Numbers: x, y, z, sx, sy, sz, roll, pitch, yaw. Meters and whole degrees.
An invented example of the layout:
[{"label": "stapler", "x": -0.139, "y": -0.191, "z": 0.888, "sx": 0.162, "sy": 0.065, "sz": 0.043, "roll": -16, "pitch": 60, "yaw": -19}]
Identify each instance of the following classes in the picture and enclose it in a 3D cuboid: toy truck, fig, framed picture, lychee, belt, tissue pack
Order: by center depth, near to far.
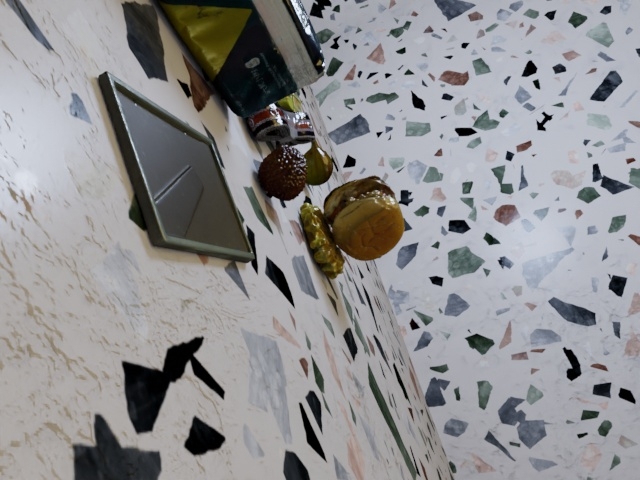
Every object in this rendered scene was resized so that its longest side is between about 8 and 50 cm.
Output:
[{"label": "framed picture", "x": -0.195, "y": -0.086, "z": 0.808, "sx": 0.324, "sy": 0.020, "sz": 0.240, "roll": 20, "pitch": 48, "yaw": -77}, {"label": "tissue pack", "x": -0.185, "y": -0.517, "z": 1.147, "sx": 0.416, "sy": 0.253, "sz": 0.264, "roll": 57, "pitch": 13, "yaw": -46}, {"label": "lychee", "x": -0.088, "y": -0.159, "z": 1.281, "sx": 0.123, "sy": 0.123, "sz": 0.129, "roll": -42, "pitch": 145, "yaw": -80}, {"label": "belt", "x": -0.110, "y": -0.320, "z": 1.511, "sx": 0.359, "sy": 0.126, "sz": 0.094, "roll": -22, "pitch": 96, "yaw": -77}, {"label": "toy truck", "x": -0.127, "y": -0.436, "z": 1.708, "sx": 0.272, "sy": 0.124, "sz": 0.157, "roll": -5, "pitch": 83, "yaw": -83}, {"label": "fig", "x": -0.025, "y": -0.301, "z": 1.841, "sx": 0.124, "sy": 0.124, "sz": 0.236, "roll": -94, "pitch": 174, "yaw": -62}]

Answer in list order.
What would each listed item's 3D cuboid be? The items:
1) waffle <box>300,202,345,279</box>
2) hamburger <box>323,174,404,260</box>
[{"label": "waffle", "x": 0.001, "y": 0.000, "z": 1.580, "sx": 0.229, "sy": 0.057, "sz": 0.219, "roll": 64, "pitch": 9, "yaw": -10}, {"label": "hamburger", "x": 0.133, "y": -0.062, "z": 1.612, "sx": 0.244, "sy": 0.244, "sz": 0.163, "roll": 55, "pitch": 17, "yaw": -52}]
